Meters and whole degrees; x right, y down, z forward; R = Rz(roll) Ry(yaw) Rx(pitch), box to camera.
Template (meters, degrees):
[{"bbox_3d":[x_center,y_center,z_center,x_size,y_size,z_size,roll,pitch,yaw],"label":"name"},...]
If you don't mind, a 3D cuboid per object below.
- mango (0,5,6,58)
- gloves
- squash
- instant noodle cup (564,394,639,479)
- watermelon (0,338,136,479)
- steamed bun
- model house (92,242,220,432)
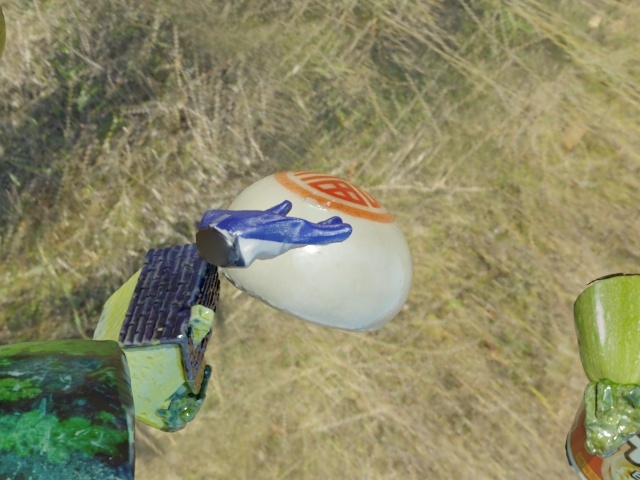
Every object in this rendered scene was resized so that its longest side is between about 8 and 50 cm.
[{"bbox_3d":[-0.537,-0.310,1.268,0.167,0.130,0.262,-36,153,0],"label":"mango"},{"bbox_3d":[-0.026,-0.006,0.469,0.086,0.064,0.026,-10,106,-40],"label":"gloves"},{"bbox_3d":[0.245,0.106,0.728,0.105,0.105,0.132,73,27,-43],"label":"squash"},{"bbox_3d":[0.417,0.149,0.938,0.294,0.293,0.307,-17,149,-29],"label":"instant noodle cup"},{"bbox_3d":[-0.261,0.224,0.612,0.222,0.292,0.319,17,95,-15],"label":"watermelon"},{"bbox_3d":[0.000,0.000,1.281,0.283,0.283,0.177,9,107,-42],"label":"steamed bun"},{"bbox_3d":[-0.188,0.115,1.239,0.170,0.193,0.211,32,129,-18],"label":"model house"}]
